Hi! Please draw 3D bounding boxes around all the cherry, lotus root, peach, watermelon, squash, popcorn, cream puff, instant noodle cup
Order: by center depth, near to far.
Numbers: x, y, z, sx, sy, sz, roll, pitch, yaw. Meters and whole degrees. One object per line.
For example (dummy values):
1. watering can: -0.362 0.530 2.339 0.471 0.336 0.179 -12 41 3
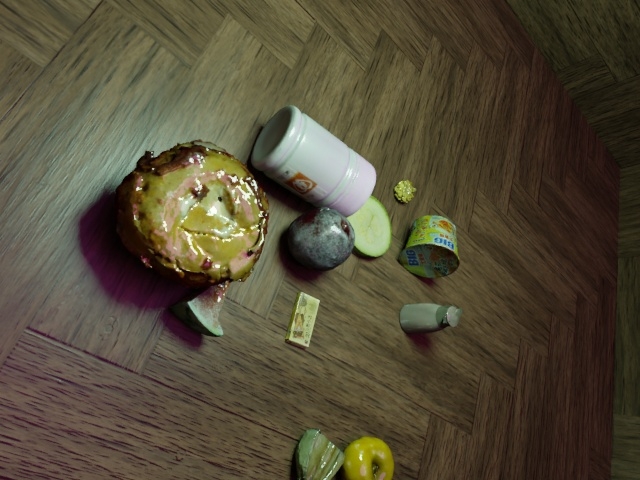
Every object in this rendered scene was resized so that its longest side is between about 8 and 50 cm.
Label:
1. cream puff: -0.285 -0.060 1.055 0.351 0.229 0.350 0 89 -28
2. watermelon: -0.289 0.139 1.100 0.121 0.098 0.158 29 67 -48
3. lotus root: -0.019 0.591 1.236 0.143 0.070 0.144 58 47 -22
4. cherry: 0.008 -0.003 1.314 0.195 0.195 0.195 10 74 -38
5. peach: 0.133 0.654 1.325 0.179 0.103 0.179 7 79 -38
6. squash: 0.153 -0.050 1.538 0.219 0.041 0.219 10 73 -38
7. instant noodle cup: 0.392 0.018 1.632 0.205 0.205 0.153 41 48 -26
8. popcorn: 0.307 -0.177 1.684 0.083 0.057 0.082 52 55 -22

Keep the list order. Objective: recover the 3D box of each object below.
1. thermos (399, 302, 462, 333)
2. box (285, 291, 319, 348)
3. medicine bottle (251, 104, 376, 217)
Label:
1. thermos: 0.382 0.253 1.561 0.137 0.193 0.105 -20 92 -41
2. box: -0.050 0.227 1.322 0.073 0.020 0.149 29 64 -32
3. medicine bottle: -0.017 -0.216 1.328 0.316 0.202 0.202 31 62 -30
